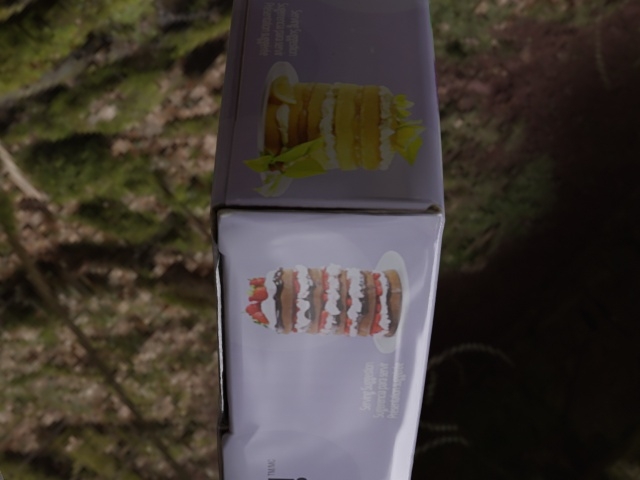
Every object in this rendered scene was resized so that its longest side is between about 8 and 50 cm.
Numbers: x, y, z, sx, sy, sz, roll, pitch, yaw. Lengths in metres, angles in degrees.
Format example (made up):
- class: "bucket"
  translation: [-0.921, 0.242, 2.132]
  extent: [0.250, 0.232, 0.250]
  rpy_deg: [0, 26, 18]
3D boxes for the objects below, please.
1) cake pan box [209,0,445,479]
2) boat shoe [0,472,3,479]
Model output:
- class: "cake pan box"
  translation: [0.000, 0.000, 0.504]
  extent: [0.245, 0.070, 0.267]
  rpy_deg: [-86, 178, -46]
- class: "boat shoe"
  translation: [-0.372, 0.135, 0.860]
  extent: [0.095, 0.335, 0.112]
  rpy_deg: [-62, -179, 27]
